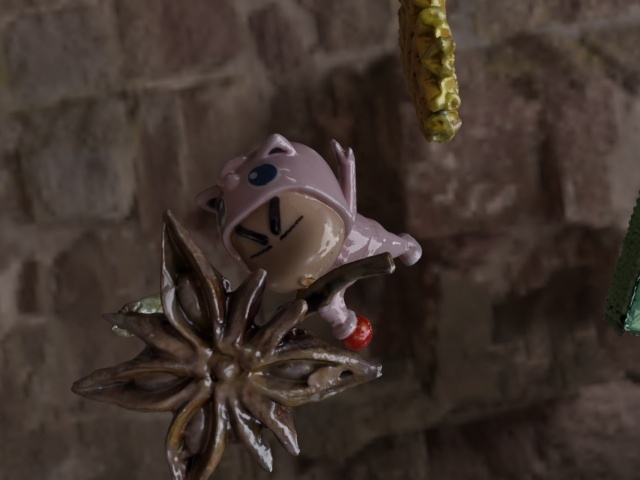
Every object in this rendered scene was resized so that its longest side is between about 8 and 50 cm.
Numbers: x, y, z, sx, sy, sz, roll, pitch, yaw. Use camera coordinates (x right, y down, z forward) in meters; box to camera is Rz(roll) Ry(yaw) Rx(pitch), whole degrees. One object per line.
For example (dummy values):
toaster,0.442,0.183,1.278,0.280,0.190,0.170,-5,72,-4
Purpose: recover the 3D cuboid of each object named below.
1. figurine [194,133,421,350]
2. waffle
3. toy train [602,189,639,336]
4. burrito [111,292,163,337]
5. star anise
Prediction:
figurine,0.000,0.000,1.943,0.287,0.176,0.186,44,20,-36
waffle,0.145,-0.242,2.207,0.229,0.057,0.219,85,-4,-58
toy train,0.483,0.020,2.206,0.115,0.154,0.269,-118,-137,-76
burrito,-0.180,0.082,1.982,0.045,0.188,0.058,40,-60,26
star anise,-0.090,0.121,1.776,0.109,0.292,0.350,-89,-155,-75
